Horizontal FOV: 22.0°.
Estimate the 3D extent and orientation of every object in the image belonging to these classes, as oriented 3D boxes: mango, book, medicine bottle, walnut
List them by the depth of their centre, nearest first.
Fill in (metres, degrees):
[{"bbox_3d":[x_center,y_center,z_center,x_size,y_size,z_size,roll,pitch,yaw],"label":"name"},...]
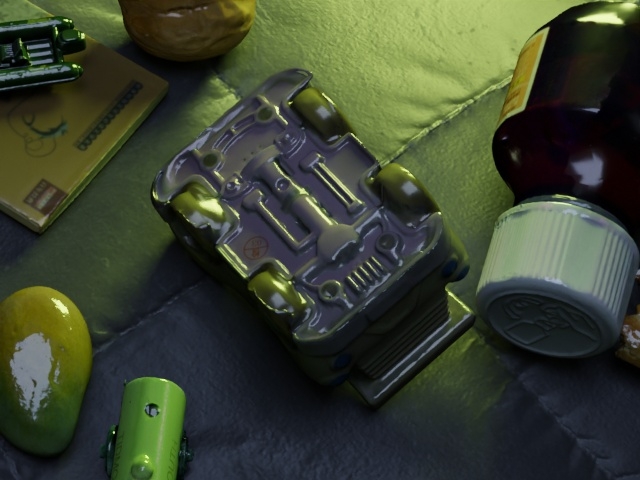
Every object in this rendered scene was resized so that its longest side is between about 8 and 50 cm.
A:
[{"bbox_3d":[-0.313,0.145,1.818,0.130,0.092,0.194,-10,70,-14],"label":"mango"},{"bbox_3d":[0.299,-0.068,1.918,0.242,0.242,0.395,22,60,7],"label":"medicine bottle"},{"bbox_3d":[-0.418,-0.196,2.039,0.389,0.032,0.269,30,61,12],"label":"book"},{"bbox_3d":[-0.166,-0.296,2.067,0.180,0.144,0.144,1,59,-15],"label":"walnut"}]

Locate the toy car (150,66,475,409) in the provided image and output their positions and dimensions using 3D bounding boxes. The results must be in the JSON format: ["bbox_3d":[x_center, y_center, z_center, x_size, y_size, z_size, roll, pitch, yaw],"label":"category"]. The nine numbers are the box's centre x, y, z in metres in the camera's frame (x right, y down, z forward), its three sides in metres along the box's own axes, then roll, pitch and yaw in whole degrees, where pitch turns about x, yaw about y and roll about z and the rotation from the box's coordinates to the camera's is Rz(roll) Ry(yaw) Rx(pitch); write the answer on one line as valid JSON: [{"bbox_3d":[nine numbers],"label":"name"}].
[{"bbox_3d":[0.000,0.000,1.882,0.242,0.226,0.336,-41,54,-6],"label":"toy car"}]

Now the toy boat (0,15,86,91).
[{"bbox_3d":[-0.391,-0.225,2.011,0.210,0.052,0.104,-7,61,-12],"label":"toy boat"}]

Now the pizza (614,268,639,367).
[{"bbox_3d":[0.414,0.082,1.941,0.154,0.069,0.194,10,52,0],"label":"pizza"}]

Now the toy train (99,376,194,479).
[{"bbox_3d":[-0.187,0.265,1.715,0.105,0.157,0.253,7,59,-3],"label":"toy train"}]
